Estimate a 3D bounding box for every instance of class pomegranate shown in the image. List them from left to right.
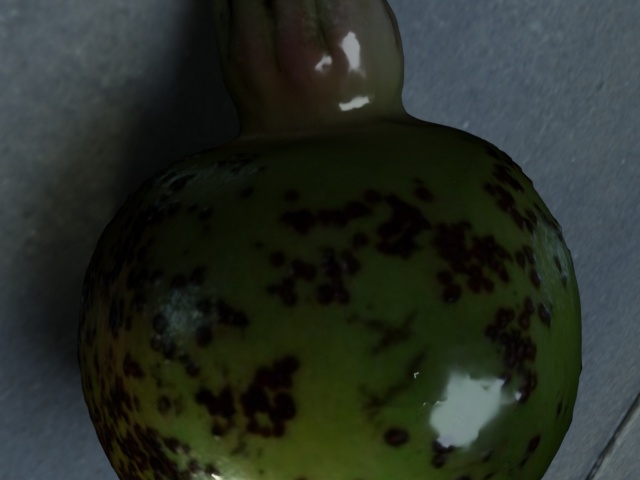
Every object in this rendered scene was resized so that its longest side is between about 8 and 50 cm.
[{"bbox_3d":[0.000,0.000,0.801,0.285,0.285,0.341,-9,93,-46],"label":"pomegranate"}]
